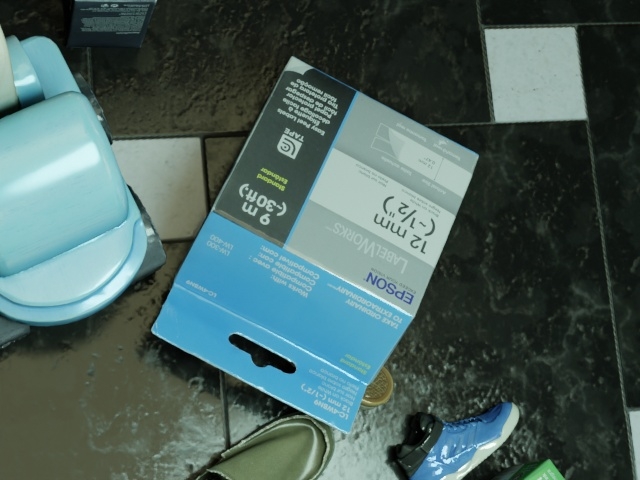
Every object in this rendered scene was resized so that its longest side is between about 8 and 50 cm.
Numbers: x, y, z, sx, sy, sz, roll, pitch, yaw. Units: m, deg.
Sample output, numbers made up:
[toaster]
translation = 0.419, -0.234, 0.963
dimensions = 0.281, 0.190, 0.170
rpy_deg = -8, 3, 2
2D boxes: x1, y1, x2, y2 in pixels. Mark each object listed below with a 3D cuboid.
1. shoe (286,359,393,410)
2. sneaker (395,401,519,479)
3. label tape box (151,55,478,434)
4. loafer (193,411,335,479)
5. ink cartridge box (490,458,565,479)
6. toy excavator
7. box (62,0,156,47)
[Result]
[shoe]
translation = -0.015, 0.117, 1.647
dimensions = 0.219, 0.058, 0.076
rpy_deg = 42, 65, 0
[sneaker]
translation = 0.152, 0.218, 1.662
dimensions = 0.152, 0.058, 0.084
rpy_deg = -41, 98, -10
[label tape box]
translation = 0.000, 0.000, 1.604
dimensions = 0.249, 0.115, 0.348
rpy_deg = 28, 57, -6
[loafer]
translation = -0.085, 0.274, 1.584
dimensions = 0.251, 0.087, 0.094
rpy_deg = -36, 88, -16
[ink cartridge box]
translation = 0.174, 0.338, 1.593
dimensions = 0.208, 0.153, 0.087
rpy_deg = -35, 87, -17
[toy excavator]
translation = -0.314, -0.135, 1.433
dimensions = 0.222, 0.445, 0.433
rpy_deg = -25, 85, -16
[box]
translation = -0.242, -0.314, 1.633
dimensions = 0.093, 0.158, 0.156
rpy_deg = -3, 79, -13
